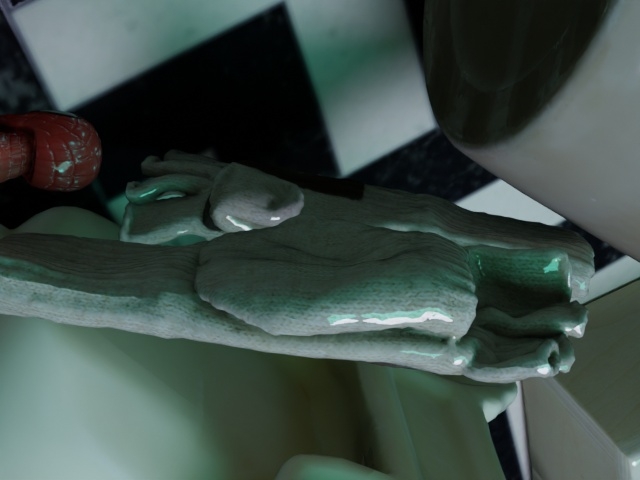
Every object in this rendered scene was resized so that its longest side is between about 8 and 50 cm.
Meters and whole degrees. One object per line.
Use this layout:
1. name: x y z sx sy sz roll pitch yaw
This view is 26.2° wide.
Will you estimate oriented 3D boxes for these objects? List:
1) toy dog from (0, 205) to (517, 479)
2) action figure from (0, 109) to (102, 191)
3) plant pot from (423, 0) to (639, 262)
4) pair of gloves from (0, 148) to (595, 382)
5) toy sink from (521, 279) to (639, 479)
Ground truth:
1. toy dog: -0.118 0.215 0.620 0.395 0.285 0.408 22 112 -27
2. action figure: -0.213 -0.067 0.474 0.280 0.139 0.092 10 125 -11
3. plant pot: 0.206 -0.093 0.577 0.280 0.323 0.323 12 119 -19
4. pair of gloves: 0.000 0.000 0.513 0.204 0.240 0.042 8 101 12
5. toy sink: 0.225 0.146 0.873 0.152 0.131 0.234 -24 129 -13
